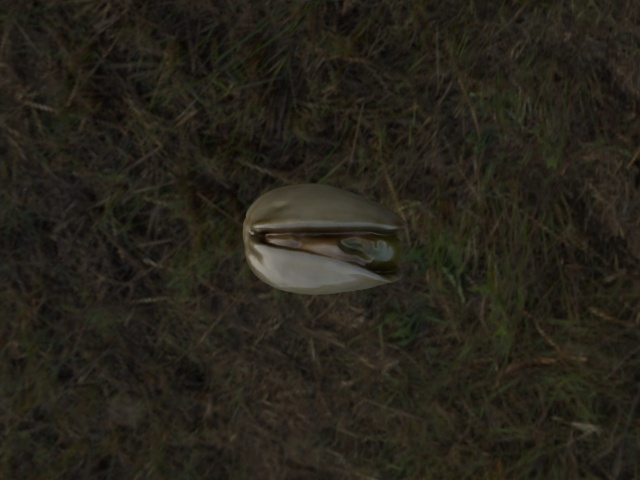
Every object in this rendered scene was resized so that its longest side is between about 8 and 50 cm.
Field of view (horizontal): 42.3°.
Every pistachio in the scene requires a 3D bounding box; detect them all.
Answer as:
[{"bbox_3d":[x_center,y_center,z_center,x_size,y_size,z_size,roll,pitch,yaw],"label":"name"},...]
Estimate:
[{"bbox_3d":[0.000,0.000,0.990,0.215,0.144,0.144,9,128,23],"label":"pistachio"}]
